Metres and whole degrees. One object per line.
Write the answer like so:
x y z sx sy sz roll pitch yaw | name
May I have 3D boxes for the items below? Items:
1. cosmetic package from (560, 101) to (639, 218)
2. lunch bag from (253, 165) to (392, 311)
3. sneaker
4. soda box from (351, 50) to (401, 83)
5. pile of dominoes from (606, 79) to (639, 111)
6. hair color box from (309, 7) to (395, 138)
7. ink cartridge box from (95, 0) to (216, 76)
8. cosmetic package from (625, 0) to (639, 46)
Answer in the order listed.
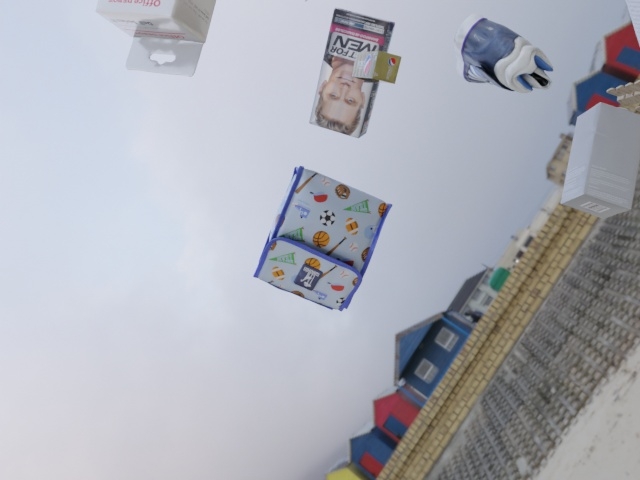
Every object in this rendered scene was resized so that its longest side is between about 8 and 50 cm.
0.668 -0.189 1.227 0.107 0.127 0.238 123 165 -76 | cosmetic package
0.000 0.000 1.645 0.239 0.327 0.386 -134 67 -82 | lunch bag
0.466 -0.423 1.300 0.130 0.236 0.322 -51 -21 13 | sneaker
0.128 -0.407 1.223 0.181 0.058 0.061 -122 42 -69 | soda box
1.145 -0.519 1.770 0.195 0.251 0.040 18 -101 -29 | pile of dominoes
0.094 -0.509 1.593 0.105 0.173 0.348 -49 -25 -63 | hair color box
-0.326 -0.536 1.073 0.119 0.207 0.354 18 -95 -68 | ink cartridge box
0.863 -0.504 1.213 0.161 0.453 0.230 -25 20 19 | cosmetic package
